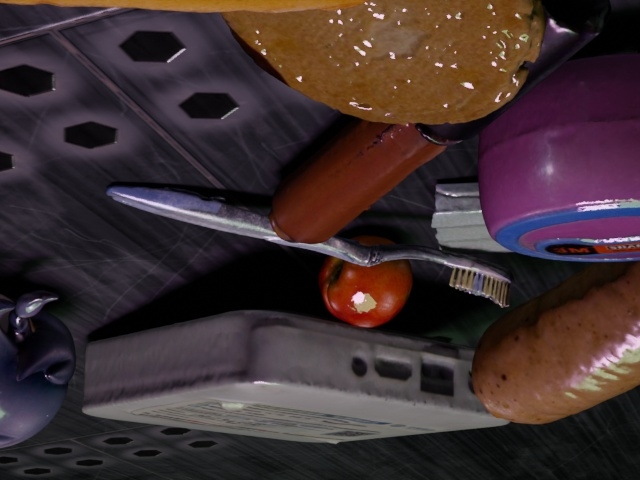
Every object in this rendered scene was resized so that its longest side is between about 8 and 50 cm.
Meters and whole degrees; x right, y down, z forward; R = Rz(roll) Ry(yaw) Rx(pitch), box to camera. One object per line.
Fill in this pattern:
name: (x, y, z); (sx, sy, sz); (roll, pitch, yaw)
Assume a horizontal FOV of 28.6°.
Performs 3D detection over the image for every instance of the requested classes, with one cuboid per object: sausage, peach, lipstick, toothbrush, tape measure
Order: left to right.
toothbrush: (0.000, 0.000, 1.186); (0.413, 0.042, 0.035); (14, 162, -17)
peach: (0.049, 0.042, 1.271); (0.100, 0.101, 0.101); (-4, 157, -2)
lipstick: (0.068, -0.090, 0.984); (0.077, 0.077, 0.418); (8, 156, -27)
tape measure: (0.245, -0.063, 0.997); (0.231, 0.149, 0.245); (-3, 167, 22)
sausage: (0.340, 0.035, 1.156); (0.501, 0.123, 0.136); (-37, -178, 30)

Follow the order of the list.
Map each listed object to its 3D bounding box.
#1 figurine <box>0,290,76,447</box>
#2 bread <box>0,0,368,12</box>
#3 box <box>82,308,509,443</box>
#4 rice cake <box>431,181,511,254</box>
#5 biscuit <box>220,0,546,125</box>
figurine: (-0.366, 0.114, 1.284); (0.175, 0.197, 0.265); (24, -179, 38)
bread: (-0.084, -0.194, 0.625); (0.288, 0.152, 0.119); (1, -165, -11)
box: (-0.029, 0.166, 1.465); (0.396, 0.111, 0.396); (13, 162, -37)
rice cake: (0.226, -0.029, 1.198); (0.237, 0.043, 0.127); (-7, 158, 8)
biscuit: (0.036, -0.152, 0.802); (0.226, 0.042, 0.226); (12, 149, 8)
